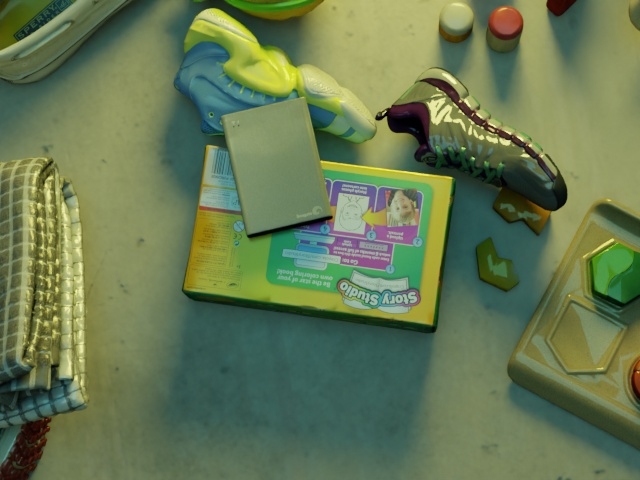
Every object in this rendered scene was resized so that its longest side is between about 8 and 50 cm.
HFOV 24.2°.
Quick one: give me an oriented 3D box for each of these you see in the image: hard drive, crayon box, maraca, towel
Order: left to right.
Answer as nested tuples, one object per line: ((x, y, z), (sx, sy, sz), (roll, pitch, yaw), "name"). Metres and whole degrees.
((-0.375, 0.061, 1.571), (0.235, 0.121, 0.284), (-12, 60, 11), "towel")
((-0.068, -0.302, 1.682), (0.185, 0.099, 0.127), (6, 48, 17), "maraca")
((-0.047, -0.078, 1.598), (0.094, 0.022, 0.135), (-13, 80, 0), "hard drive")
((0.000, 0.000, 1.636), (0.278, 0.081, 0.165), (8, 81, 4), "crayon box")

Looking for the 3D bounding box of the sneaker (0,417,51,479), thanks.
((-0.341, 0.178, 1.628), (0.092, 0.088, 0.225), (13, 74, 12), "sneaker")

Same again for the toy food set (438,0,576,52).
((0.235, -0.304, 1.664), (0.232, 0.104, 0.111), (-42, 81, -5), "toy food set")

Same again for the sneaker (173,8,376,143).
((-0.059, -0.151, 1.674), (0.240, 0.091, 0.126), (34, 102, 7), "sneaker")

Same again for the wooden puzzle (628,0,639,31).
((0.552, -0.310, 1.671), (0.347, 0.080, 0.322), (25, 83, 2), "wooden puzzle")

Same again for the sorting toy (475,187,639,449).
((0.303, 0.073, 1.631), (0.307, 0.041, 0.229), (28, 83, 6), "sorting toy")

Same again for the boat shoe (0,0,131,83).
((-0.256, -0.330, 1.647), (0.367, 0.156, 0.136), (-42, 83, 2), "boat shoe")

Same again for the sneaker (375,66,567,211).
((0.163, -0.089, 1.628), (0.098, 0.083, 0.223), (-38, 63, -19), "sneaker")
